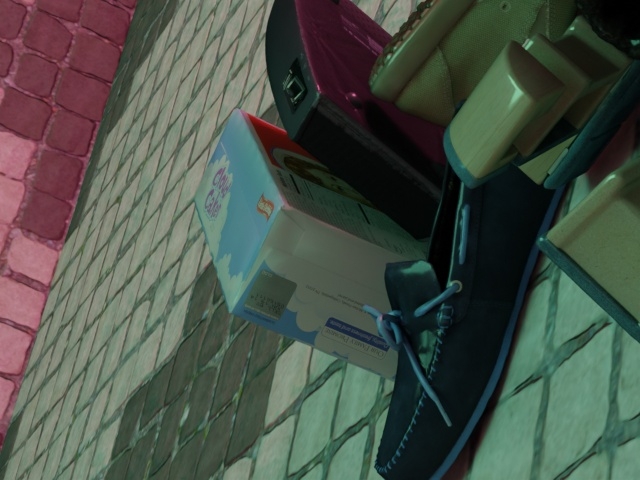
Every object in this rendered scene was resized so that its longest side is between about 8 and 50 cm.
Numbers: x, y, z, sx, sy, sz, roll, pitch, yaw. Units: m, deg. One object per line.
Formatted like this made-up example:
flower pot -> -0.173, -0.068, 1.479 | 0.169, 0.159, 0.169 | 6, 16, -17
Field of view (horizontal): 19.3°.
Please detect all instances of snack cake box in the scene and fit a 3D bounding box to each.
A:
snack cake box -> 0.000, 0.000, 1.398 | 0.089, 0.152, 0.264 | -64, 16, 13

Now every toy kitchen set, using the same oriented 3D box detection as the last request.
toy kitchen set -> 0.166, -0.028, 1.068 | 0.207, 0.166, 0.122 | -27, -24, -53

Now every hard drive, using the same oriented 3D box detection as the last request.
hard drive -> 0.031, -0.104, 1.394 | 0.054, 0.172, 0.255 | -44, 24, 18

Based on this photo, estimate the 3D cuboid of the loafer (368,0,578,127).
loafer -> 0.147, -0.183, 1.297 | 0.268, 0.092, 0.102 | -48, 11, 9

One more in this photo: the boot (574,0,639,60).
boot -> 0.176, -0.193, 1.048 | 0.348, 0.131, 0.260 | -29, 40, 48

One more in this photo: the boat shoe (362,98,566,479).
boat shoe -> 0.076, 0.032, 1.221 | 0.109, 0.089, 0.258 | -19, 50, 69
